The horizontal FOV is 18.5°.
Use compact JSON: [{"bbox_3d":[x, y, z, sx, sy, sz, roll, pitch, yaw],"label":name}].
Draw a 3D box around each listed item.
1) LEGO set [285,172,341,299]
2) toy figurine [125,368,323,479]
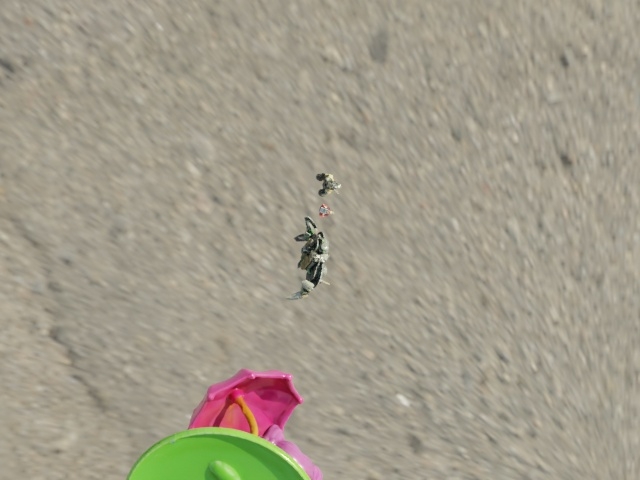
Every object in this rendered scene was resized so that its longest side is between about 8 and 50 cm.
[{"bbox_3d":[0.001,0.000,1.229,0.023,0.054,0.083,15,118,-18],"label":"LEGO set"},{"bbox_3d":[-0.035,0.156,1.311,0.173,0.159,0.130,42,114,-11],"label":"toy figurine"}]
